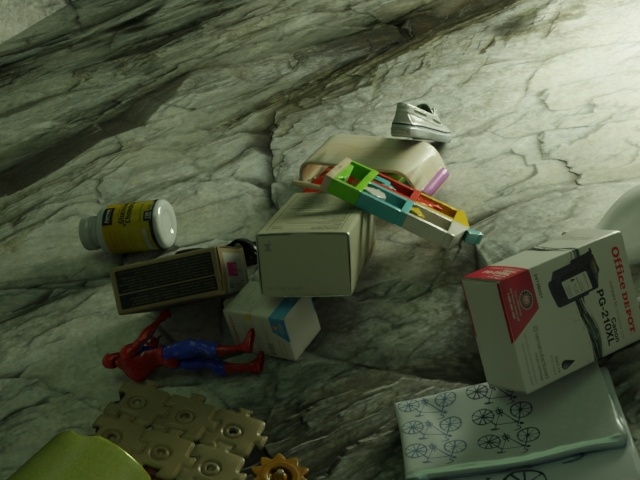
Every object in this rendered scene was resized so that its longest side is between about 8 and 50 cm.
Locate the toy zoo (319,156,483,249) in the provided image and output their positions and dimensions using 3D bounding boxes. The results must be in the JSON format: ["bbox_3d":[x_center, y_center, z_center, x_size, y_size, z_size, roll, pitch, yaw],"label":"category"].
[{"bbox_3d":[0.154,-0.061,1.979,0.293,0.030,0.192,25,18,5],"label":"toy zoo"}]

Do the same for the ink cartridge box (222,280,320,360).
[{"bbox_3d":[-0.090,0.133,1.879,0.143,0.092,0.090,8,39,32],"label":"ink cartridge box"}]

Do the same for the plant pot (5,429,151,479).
[{"bbox_3d":[-0.346,0.392,1.416,0.276,0.276,0.254,3,37,28],"label":"plant pot"}]

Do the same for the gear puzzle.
[{"bbox_3d":[-0.173,0.311,1.629,0.339,0.044,0.175,14,37,14],"label":"gear puzzle"}]

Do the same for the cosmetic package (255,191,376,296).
[{"bbox_3d":[0.000,0.000,1.925,0.160,0.113,0.309,0,16,12],"label":"cosmetic package"}]

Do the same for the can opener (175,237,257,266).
[{"bbox_3d":[-0.198,0.035,2.130,0.186,0.073,0.059,-10,71,16],"label":"can opener"}]

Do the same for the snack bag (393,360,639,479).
[{"bbox_3d":[0.270,0.304,1.504,0.323,0.037,0.342,-12,32,6],"label":"snack bag"}]

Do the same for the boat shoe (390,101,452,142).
[{"bbox_3d":[0.215,-0.241,2.245,0.083,0.075,0.226,8,6,24],"label":"boat shoe"}]

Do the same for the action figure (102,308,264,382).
[{"bbox_3d":[-0.235,0.173,1.888,0.280,0.091,0.139,-7,39,12],"label":"action figure"}]

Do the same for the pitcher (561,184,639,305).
[{"bbox_3d":[0.527,0.004,1.796,0.207,0.125,0.177,-30,59,-10],"label":"pitcher"}]

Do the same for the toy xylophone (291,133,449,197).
[{"bbox_3d":[0.081,-0.132,2.224,0.323,0.081,0.236,16,43,41],"label":"toy xylophone"}]

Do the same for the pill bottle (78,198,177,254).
[{"bbox_3d":[-0.395,-0.025,2.253,0.184,0.103,0.103,-6,33,15],"label":"pill bottle"}]

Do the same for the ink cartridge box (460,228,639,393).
[{"bbox_3d":[0.343,0.098,1.612,0.237,0.172,0.100,-20,11,-26],"label":"ink cartridge box"}]

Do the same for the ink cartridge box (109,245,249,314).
[{"bbox_3d":[-0.243,0.070,1.950,0.193,0.088,0.235,-11,-3,7],"label":"ink cartridge box"}]

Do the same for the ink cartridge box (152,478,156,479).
[{"bbox_3d":[-0.346,0.371,1.663,0.235,0.056,0.171,-1,35,19],"label":"ink cartridge box"}]
